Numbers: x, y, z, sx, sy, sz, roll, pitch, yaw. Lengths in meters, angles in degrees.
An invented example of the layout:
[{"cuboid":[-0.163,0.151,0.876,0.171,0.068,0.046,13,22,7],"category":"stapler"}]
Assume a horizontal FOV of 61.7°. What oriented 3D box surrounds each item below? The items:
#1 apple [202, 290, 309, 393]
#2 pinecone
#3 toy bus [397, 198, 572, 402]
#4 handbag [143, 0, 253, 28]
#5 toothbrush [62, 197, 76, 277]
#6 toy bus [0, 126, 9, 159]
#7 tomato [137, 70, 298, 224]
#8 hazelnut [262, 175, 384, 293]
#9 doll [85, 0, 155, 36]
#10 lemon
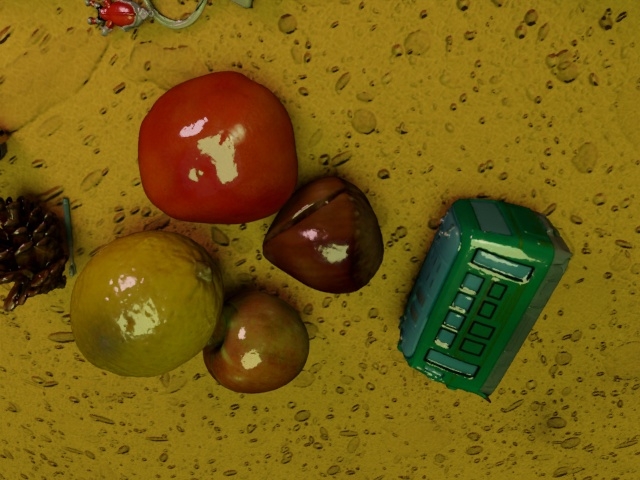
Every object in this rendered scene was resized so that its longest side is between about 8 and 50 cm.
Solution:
[{"cuboid":[-0.117,0.192,1.004,0.196,0.196,0.195,0,119,1],"category":"apple"},{"cuboid":[-0.516,0.021,0.920,0.150,0.179,0.195,-6,101,-18],"category":"pinecone"},{"cuboid":[0.267,0.100,0.949,0.200,0.183,0.343,15,117,-4],"category":"toy bus"},{"cuboid":[-0.180,-0.433,0.713,0.241,0.109,0.315,21,120,-10],"category":"handbag"},{"cuboid":[-0.468,-0.002,0.998,0.011,0.014,0.167,5,119,-7],"category":"toothbrush"},{"cuboid":[-0.686,-0.128,0.859,0.331,0.145,0.151,-21,115,12],"category":"toy bus"},{"cuboid":[-0.162,-0.133,0.832,0.260,0.180,0.259,1,116,1],"category":"tomato"},{"cuboid":[0.000,0.000,0.899,0.208,0.208,0.208,0,119,1],"category":"hazelnut"},{"cuboid":[-0.296,-0.337,0.801,0.114,0.039,0.057,7,87,11],"category":"doll"},{"cuboid":[-0.296,0.108,0.928,0.267,0.267,0.267,0,119,1],"category":"lemon"}]
